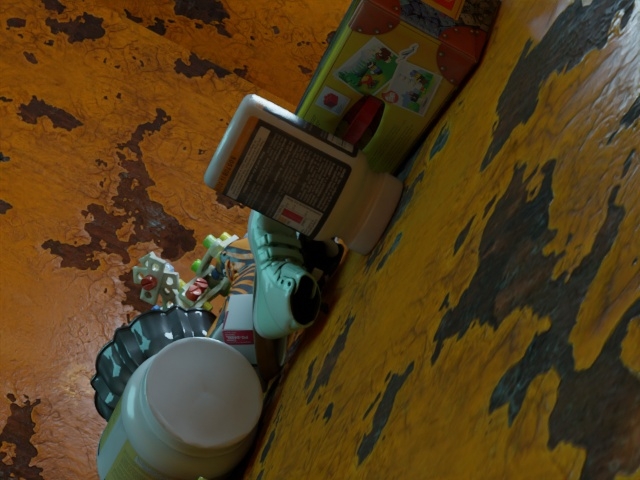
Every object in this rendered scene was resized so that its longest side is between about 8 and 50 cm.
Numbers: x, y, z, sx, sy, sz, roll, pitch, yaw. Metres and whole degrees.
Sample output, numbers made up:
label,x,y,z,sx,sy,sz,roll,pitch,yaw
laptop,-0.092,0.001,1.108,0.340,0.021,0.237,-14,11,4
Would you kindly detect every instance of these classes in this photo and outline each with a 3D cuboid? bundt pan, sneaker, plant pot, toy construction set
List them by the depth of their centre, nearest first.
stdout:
label,x,y,z,sx,sy,sz,roll,pitch,yaw
sneaker,-0.047,0.031,1.693,0.151,0.094,0.256,-16,74,56
sneaker,0.000,0.000,1.838,0.153,0.094,0.235,-53,12,52
plant pot,-0.088,0.136,1.844,0.236,0.032,0.236,-3,-90,-84
sneaker,-0.156,0.114,2.032,0.321,0.180,0.125,-47,-46,-26
bundt pan,-0.289,0.304,2.049,0.331,0.330,0.124,-62,28,13
toy construction set,-0.264,0.092,2.153,0.327,0.151,0.215,-18,-30,-55

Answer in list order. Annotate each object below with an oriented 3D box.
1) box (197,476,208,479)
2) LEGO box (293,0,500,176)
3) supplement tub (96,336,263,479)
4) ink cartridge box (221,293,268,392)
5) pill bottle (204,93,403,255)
label,x,y,z,sx,sy,sz,roll,pitch,yaw
box,-0.198,0.464,1.555,0.232,0.087,0.058,-60,6,34
LEGO box,0.115,-0.310,1.715,0.500,0.193,0.373,-55,10,54
supplement tub,-0.249,0.336,1.797,0.331,0.241,0.241,-55,10,50
ink cartridge box,-0.132,0.190,1.862,0.109,0.063,0.151,-82,-12,-57
pill bottle,-0.025,-0.096,1.562,0.162,0.278,0.162,-61,6,11
